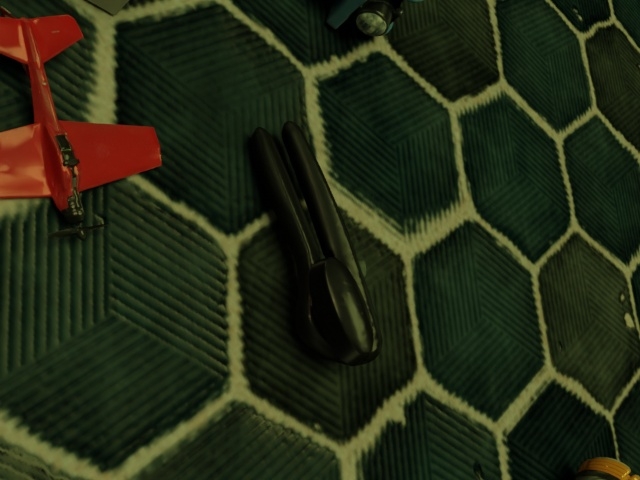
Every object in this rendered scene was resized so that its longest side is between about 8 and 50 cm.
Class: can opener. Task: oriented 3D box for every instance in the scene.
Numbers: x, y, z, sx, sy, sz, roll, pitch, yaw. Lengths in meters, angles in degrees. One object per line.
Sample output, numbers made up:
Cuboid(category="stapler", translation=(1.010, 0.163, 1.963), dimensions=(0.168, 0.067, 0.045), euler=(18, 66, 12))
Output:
Cuboid(category="can opener", translation=(0.000, 0.000, 0.569), dimensions=(0.059, 0.073, 0.186), euler=(-6, 69, -34))

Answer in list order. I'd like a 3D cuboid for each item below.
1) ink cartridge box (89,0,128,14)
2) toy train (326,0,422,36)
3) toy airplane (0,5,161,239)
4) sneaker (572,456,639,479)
Cuboid(category="ink cartridge box", translation=(-0.141, -0.206, 0.486), dimensions=(0.181, 0.104, 0.062), euler=(23, 60, -33))
Cuboid(category="toy train", translation=(0.043, -0.257, 0.691), dimensions=(0.105, 0.080, 0.184), euler=(29, 59, -20))
Cuboid(category="toy airplane", translation=(-0.158, -0.072, 0.474), dimensions=(0.151, 0.028, 0.151), euler=(15, 66, -36))
Cuboid(category="sneaker", translation=(0.259, 0.294, 0.676), dimensions=(0.083, 0.084, 0.215), euler=(-21, 79, -42))
